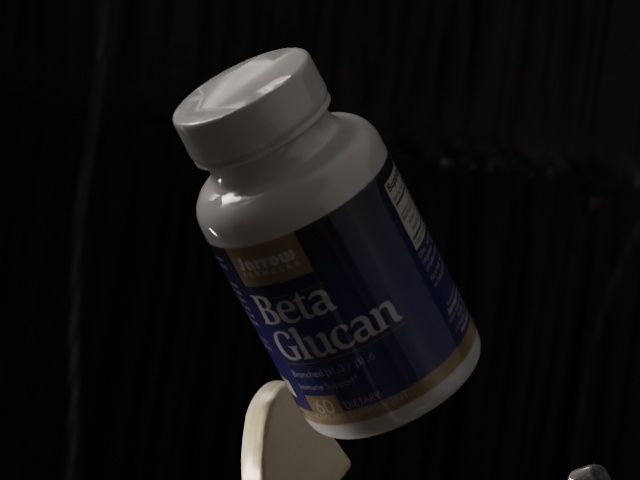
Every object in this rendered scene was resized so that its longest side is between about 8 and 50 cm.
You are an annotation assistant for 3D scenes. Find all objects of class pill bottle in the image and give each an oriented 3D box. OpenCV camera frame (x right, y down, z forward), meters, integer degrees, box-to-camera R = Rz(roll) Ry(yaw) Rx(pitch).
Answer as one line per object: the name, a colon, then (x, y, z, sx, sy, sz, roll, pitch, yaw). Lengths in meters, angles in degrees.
pill bottle: (0.000, 0.000, 0.879, 0.094, 0.169, 0.094, -24, -159, 10)

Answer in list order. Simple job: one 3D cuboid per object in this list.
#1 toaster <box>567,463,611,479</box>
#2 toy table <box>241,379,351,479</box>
toaster: (0.168, 0.231, 0.972, 0.146, 0.227, 0.129, -28, 180, -40)
toy table: (-0.009, 0.226, 1.116, 0.274, 0.161, 0.252, 13, 139, 48)
